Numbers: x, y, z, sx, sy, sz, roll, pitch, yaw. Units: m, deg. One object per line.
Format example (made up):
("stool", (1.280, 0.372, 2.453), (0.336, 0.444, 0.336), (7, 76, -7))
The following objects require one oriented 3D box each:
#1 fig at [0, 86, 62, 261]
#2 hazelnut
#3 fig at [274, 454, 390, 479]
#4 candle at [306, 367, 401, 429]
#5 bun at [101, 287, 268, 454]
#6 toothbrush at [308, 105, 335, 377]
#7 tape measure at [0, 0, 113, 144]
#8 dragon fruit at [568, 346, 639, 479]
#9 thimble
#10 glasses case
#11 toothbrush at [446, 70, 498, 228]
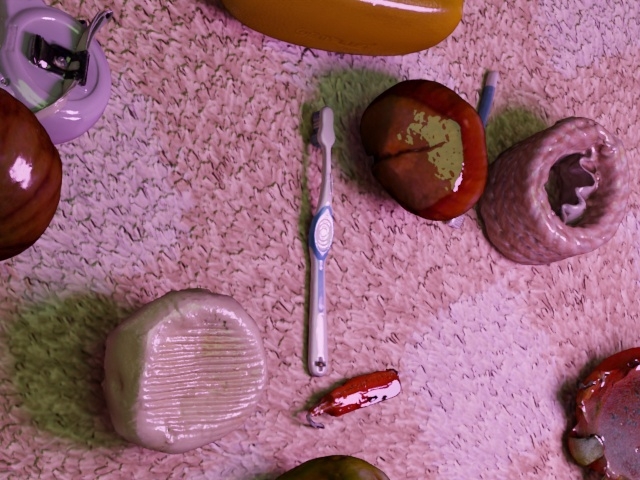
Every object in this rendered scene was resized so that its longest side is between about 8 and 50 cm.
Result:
("fig", (-0.414, -0.072, 1.559), (0.235, 0.235, 0.214), (9, 77, -32))
("hazelnut", (0.156, -0.130, 1.993), (0.181, 0.181, 0.212), (-16, 89, -6))
("fig", (0.025, 0.428, 1.811), (0.206, 0.206, 0.275), (-32, 123, -33))
("candle", (0.042, 0.222, 1.925), (0.162, 0.048, 0.053), (-17, 57, -34))
("bun", (-0.179, 0.154, 1.728), (0.231, 0.133, 0.231), (-13, 113, -32))
("toothbrush", (0.003, 0.000, 1.934), (0.040, 0.040, 0.386), (6, 79, -33))
("tape measure", (-0.340, -0.215, 1.688), (0.178, 0.105, 0.196), (17, 55, -39))
("dragon fruit", (0.534, 0.283, 2.139), (0.295, 0.130, 0.268), (-5, 88, 8))
("thimble", (0.362, -0.076, 2.124), (0.196, 0.148, 0.229), (31, 64, -23))
("glasses case", (0.023, -0.347, 1.926), (0.371, 0.173, 0.141), (7, 77, -30))
("toothbrush", (0.240, -0.143, 2.128), (0.025, 0.019, 0.276), (31, 66, -31))
